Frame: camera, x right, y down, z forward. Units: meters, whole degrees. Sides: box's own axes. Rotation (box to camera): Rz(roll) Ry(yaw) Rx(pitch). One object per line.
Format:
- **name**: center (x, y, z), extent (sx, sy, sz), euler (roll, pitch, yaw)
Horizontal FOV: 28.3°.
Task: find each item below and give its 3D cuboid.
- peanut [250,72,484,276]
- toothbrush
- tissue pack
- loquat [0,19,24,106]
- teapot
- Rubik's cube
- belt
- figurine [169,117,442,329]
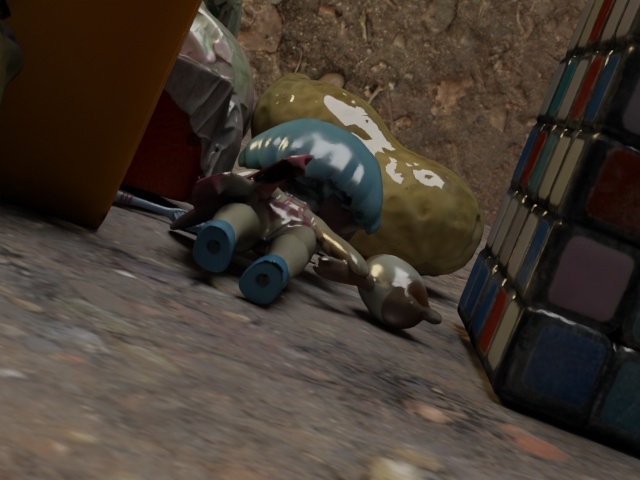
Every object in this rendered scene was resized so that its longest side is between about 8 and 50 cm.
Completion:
- **peanut**: center (0.034, -0.057, 1.169), extent (0.257, 0.123, 0.123), euler (39, 12, 18)
- **toothbrush**: center (-0.169, -0.039, 0.916), extent (0.193, 0.013, 0.019), euler (20, 15, -21)
- **tissue pack**: center (-0.223, -0.160, 0.762), extent (0.275, 0.194, 0.145), euler (20, 33, -17)
- **loquat**: center (-0.244, -0.101, 0.621), extent (0.195, 0.152, 0.152), euler (11, 9, -19)
- **teapot**: center (-0.145, -0.168, 1.225), extent (0.163, 0.221, 0.178), euler (-13, -6, 11)
- **Rubik's cube**: center (0.281, -0.002, 0.868), extent (0.292, 0.286, 0.293), euler (21, 7, 2)
- **belt**: center (-0.217, -0.125, 0.991), extent (0.324, 0.115, 0.227), euler (19, 4, -25)
- **figurine**: center (-0.001, -0.014, 0.869), extent (0.205, 0.102, 0.260), euler (21, 16, 7)
